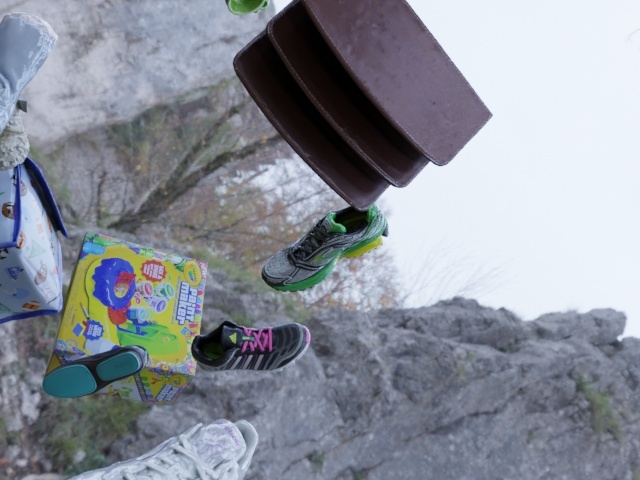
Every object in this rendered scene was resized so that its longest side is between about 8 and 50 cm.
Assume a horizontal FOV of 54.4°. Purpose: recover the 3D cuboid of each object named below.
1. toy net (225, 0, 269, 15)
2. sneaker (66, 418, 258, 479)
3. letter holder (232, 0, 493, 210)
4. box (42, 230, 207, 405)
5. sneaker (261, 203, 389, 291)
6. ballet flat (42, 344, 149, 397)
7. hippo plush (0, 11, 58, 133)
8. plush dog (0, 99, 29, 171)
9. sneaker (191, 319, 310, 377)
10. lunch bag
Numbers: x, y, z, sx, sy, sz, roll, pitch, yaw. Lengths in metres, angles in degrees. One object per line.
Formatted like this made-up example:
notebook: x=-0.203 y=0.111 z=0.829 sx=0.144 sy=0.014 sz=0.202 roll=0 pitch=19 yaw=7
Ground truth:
toy net: x=-0.051 y=-0.446 z=0.995 sx=0.232 sy=0.122 sz=0.045 roll=-35 pitch=-111 yaw=28
sneaker: x=-0.172 y=0.254 z=0.672 sx=0.114 sy=0.152 sz=0.305 roll=43 pitch=9 yaw=19
letter holder: x=0.051 y=-0.210 z=0.879 sx=0.302 sy=0.214 sz=0.152 roll=48 pitch=-15 yaw=-14
box: x=-0.419 y=0.175 z=1.366 sx=0.177 sy=0.279 sz=0.290 roll=-50 pitch=-148 yaw=44
sneaker: x=0.000 y=0.000 z=1.536 sx=0.134 sy=0.343 sz=0.146 roll=56 pitch=-3 yaw=34
ballet flat: x=-0.404 y=0.236 z=1.138 sx=0.074 sy=0.203 sz=0.074 roll=-19 pitch=90 yaw=-81
hippo plush: x=-0.554 y=-0.254 z=0.889 sx=0.236 sy=0.294 sz=0.234 roll=31 pitch=-19 yaw=-31
plush dog: x=-0.763 y=-0.276 z=1.298 sx=0.262 sy=0.225 sz=0.211 roll=51 pitch=-40 yaw=13
sneaker: x=-0.100 y=0.141 z=0.835 sx=0.075 sy=0.170 sz=0.063 roll=59 pitch=23 yaw=-52
lunch bag: x=-0.772 y=-0.040 z=1.535 sx=0.328 sy=0.238 sz=0.386 roll=94 pitch=-18 yaw=-53
